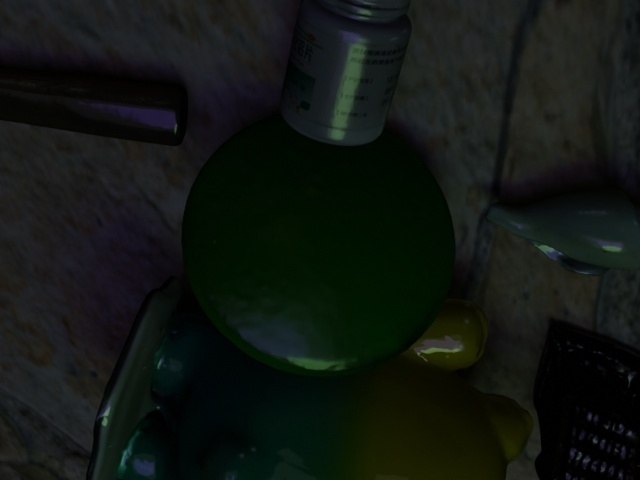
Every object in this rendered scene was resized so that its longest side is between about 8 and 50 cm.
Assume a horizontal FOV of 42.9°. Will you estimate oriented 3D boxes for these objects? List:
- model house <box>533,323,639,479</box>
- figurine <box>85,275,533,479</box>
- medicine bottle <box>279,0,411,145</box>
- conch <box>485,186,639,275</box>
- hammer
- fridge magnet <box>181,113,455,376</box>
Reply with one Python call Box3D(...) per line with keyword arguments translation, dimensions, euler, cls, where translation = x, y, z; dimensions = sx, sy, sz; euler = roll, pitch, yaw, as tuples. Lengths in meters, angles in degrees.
Box3D(translation=(0.257, 0.181, 0.717), dimensions=(0.165, 0.152, 0.106), euler=(20, 130, -4), cls="model house")
Box3D(translation=(-0.005, 0.177, 0.694), dimensions=(0.340, 0.231, 0.323), euler=(18, 96, 1), cls="figurine")
Box3D(translation=(0.020, -0.139, 0.570), dimensions=(0.080, 0.080, 0.130), euler=(13, 125, -1), cls="medicine bottle")
Box3D(translation=(0.224, -0.008, 0.651), dimensions=(0.180, 0.088, 0.065), euler=(7, 81, 14), cls="conch")
Box3D(translation=(-0.324, -0.125, 0.649), dimensions=(0.440, 0.044, 0.168), euler=(8, 126, 1), cls="hammer")
Box3D(translation=(0.000, 0.000, 0.615), dimensions=(0.208, 0.208, 0.088), euler=(19, 159, -6), cls="fridge magnet")
